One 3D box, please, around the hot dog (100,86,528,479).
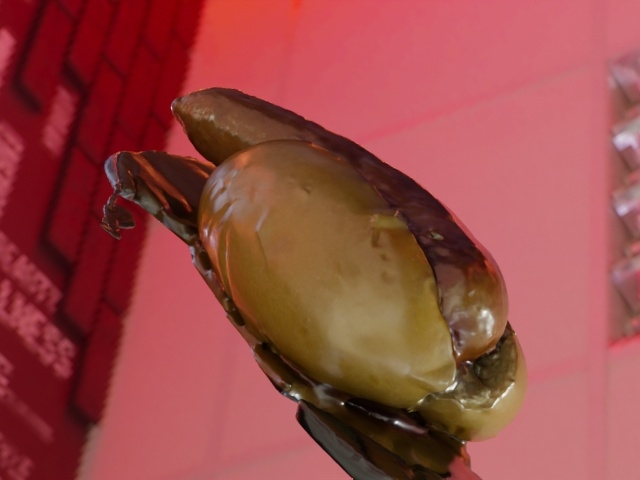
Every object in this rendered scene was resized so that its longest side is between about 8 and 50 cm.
[{"bbox_3d":[0.005,0.003,0.923,0.326,0.194,0.107,44,-78,32],"label":"hot dog"}]
